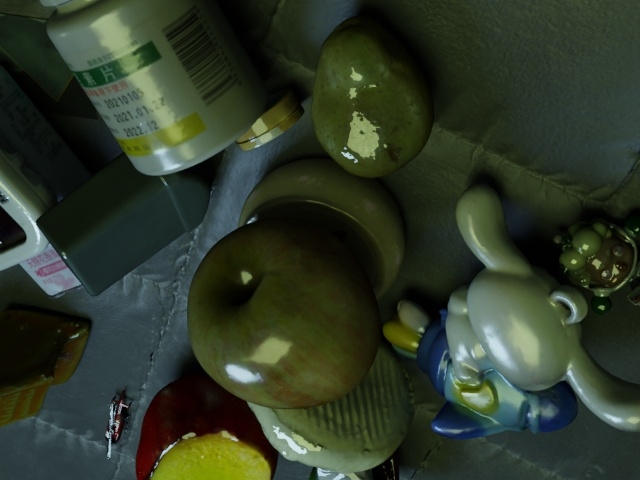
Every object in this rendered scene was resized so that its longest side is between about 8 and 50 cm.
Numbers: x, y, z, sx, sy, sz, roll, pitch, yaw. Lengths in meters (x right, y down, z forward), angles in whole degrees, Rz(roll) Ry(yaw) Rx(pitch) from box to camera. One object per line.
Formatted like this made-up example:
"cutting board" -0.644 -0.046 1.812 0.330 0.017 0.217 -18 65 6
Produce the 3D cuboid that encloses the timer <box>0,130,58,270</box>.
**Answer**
"timer" -0.514 -0.074 1.514 0.237 0.087 0.262 -20 120 34

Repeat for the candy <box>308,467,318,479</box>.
"candy" 0.040 0.499 1.932 0.097 0.062 0.194 4 127 19

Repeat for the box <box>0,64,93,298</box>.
"box" -0.457 -0.079 1.618 0.190 0.112 0.370 -20 118 34

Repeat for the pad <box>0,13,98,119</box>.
"pad" -0.451 -0.263 1.542 0.243 0.004 0.164 10 130 14

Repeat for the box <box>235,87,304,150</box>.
"box" -0.074 -0.165 1.412 0.105 0.105 0.037 -22 111 33

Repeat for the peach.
"peach" -0.202 0.347 1.783 0.245 0.248 0.275 53 146 28

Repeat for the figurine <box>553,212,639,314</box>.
"figurine" 0.410 0.034 1.399 0.197 0.093 0.147 21 98 1

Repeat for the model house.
"model house" -0.558 0.265 1.849 0.173 0.239 0.268 26 130 -2

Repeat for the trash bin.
"trash bin" -0.275 -0.041 1.503 0.101 0.236 0.177 46 167 21

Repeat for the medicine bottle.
"medicine bottle" -0.231 -0.272 1.316 0.208 0.208 0.340 -15 121 29

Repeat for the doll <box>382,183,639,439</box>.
"doll" 0.262 0.150 1.480 0.187 0.376 0.365 -7 154 -31

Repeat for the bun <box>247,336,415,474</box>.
"bun" 0.003 0.238 1.586 0.287 0.287 0.146 24 129 0

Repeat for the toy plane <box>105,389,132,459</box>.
"toy plane" -0.387 0.341 1.967 0.037 0.060 0.145 20 116 4

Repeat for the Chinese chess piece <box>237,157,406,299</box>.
"Chinese chess piece" 0.000 0.000 1.523 0.250 0.097 0.251 10 131 12

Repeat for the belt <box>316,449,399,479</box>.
"belt" 0.064 0.370 1.736 0.105 0.184 0.261 0 112 19

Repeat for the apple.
"apple" -0.044 0.103 1.406 0.257 0.257 0.234 -19 147 31

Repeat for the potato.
"potato" 0.058 -0.185 1.320 0.157 0.157 0.194 -5 124 24
